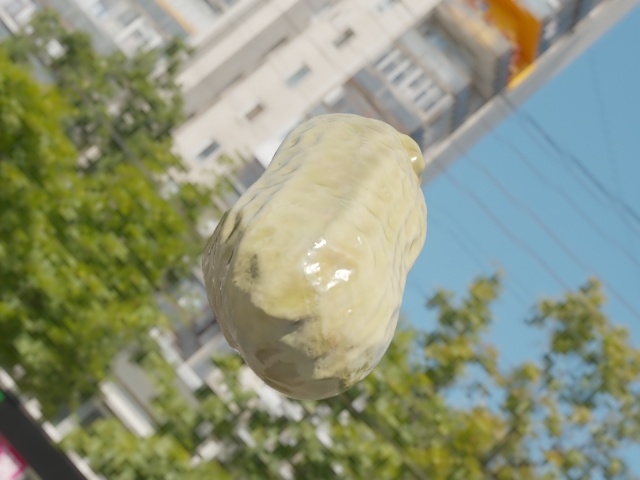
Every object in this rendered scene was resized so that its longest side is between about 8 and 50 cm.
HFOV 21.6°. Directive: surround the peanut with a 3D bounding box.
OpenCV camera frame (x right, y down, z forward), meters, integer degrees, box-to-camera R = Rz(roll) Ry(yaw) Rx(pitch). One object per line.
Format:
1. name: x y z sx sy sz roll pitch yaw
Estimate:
1. peanut: 0.000 0.000 1.234 0.152 0.313 0.152 7 -57 11
